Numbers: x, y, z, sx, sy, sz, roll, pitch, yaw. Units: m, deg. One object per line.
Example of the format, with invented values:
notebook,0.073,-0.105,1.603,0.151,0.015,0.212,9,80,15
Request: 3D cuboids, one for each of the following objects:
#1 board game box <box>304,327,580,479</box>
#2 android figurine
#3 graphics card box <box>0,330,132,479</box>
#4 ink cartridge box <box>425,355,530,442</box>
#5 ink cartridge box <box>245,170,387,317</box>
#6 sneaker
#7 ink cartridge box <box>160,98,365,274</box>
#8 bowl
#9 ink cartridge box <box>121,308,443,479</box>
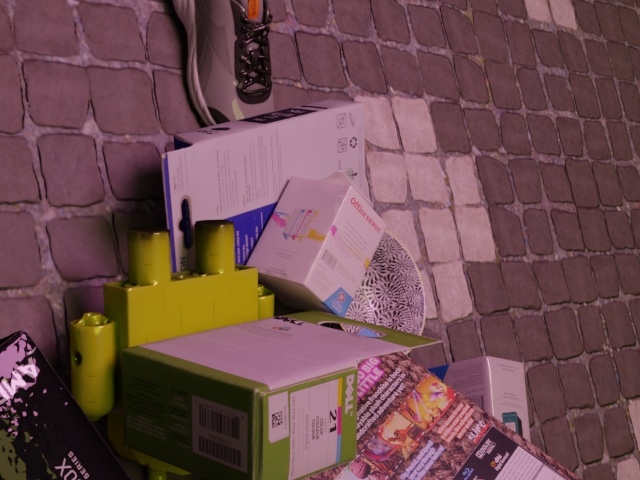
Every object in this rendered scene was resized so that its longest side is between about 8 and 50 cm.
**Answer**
board game box,0.081,0.271,1.088,0.291,0.141,0.232,35,43,16
android figurine,-0.139,0.118,1.045,0.248,0.056,0.273,-11,105,-45
graphics card box,-0.217,0.263,0.839,0.094,0.233,0.371,-42,105,-44
ink cartridge box,0.190,0.272,1.297,0.078,0.134,0.231,15,65,-40
ink cartridge box,0.000,0.000,1.158,0.092,0.090,0.143,46,63,-47
sneaker,-0.101,-0.231,1.222,0.100,0.108,0.271,-18,94,-47
ink cartridge box,-0.071,-0.056,1.178,0.333,0.065,0.165,-20,116,-48
bowl,0.045,0.070,1.272,0.170,0.080,0.170,17,63,-38
ink cartridge box,-0.031,0.141,0.985,0.255,0.189,0.097,-8,102,-46
